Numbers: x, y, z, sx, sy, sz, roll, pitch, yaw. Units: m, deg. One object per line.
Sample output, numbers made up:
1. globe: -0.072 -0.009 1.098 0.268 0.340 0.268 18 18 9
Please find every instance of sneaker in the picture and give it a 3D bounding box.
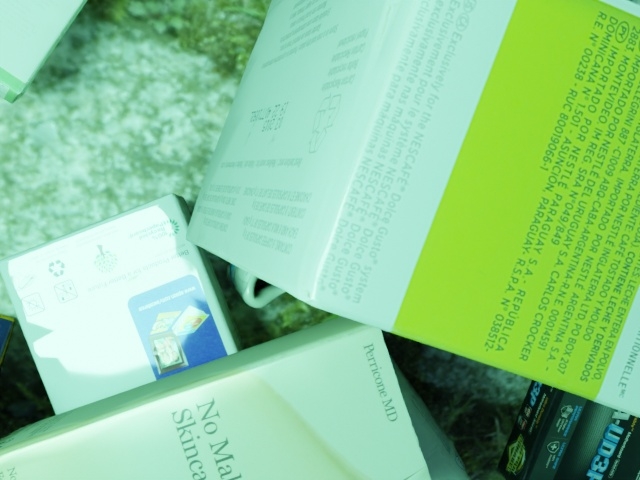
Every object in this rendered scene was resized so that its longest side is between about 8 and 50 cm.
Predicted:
1. sneaker: 0.000 0.000 0.700 0.190 0.083 0.071 -40 112 3

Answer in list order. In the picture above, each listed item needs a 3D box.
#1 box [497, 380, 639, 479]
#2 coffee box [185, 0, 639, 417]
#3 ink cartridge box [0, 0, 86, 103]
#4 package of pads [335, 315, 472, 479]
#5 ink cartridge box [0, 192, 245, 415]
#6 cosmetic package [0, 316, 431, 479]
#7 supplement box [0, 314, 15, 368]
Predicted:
1. box: 0.320 0.193 0.865 0.175 0.051 0.220 11 107 -17
2. coffee box: 0.142 -0.089 0.520 0.334 0.337 0.338 20 89 -19
3. ink cartridge box: -0.238 -0.248 0.566 0.171 0.056 0.235 34 76 -23
4. package of pads: -0.017 0.245 0.780 0.296 0.101 0.229 -34 114 2
5. ink cartridge box: -0.138 0.141 0.662 0.165 0.065 0.333 -21 89 -1
6. cosmetic package: -0.080 0.177 0.577 0.309 0.113 0.160 -20 90 0
7. supplement box: -0.455 0.134 0.585 0.356 0.194 0.195 19 105 -20
